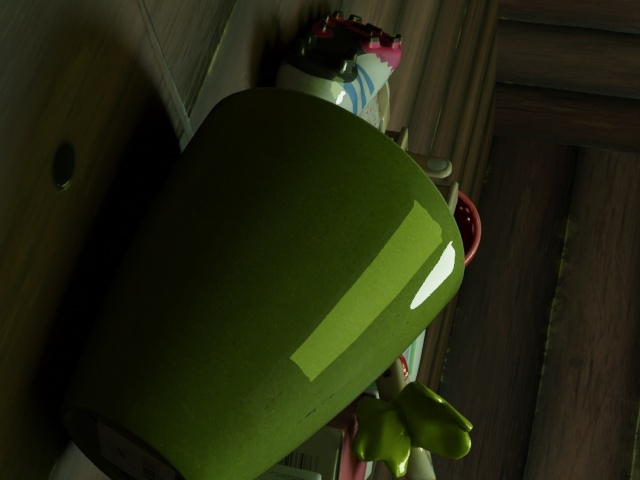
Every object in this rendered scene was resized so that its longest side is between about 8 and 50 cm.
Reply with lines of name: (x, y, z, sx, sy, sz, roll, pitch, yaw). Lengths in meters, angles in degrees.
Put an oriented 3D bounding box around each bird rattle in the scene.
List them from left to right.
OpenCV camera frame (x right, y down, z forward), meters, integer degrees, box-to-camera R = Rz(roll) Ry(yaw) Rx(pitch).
bird rattle: (0.091, 0.204, 1.354, 0.253, 0.143, 0.207, -114, -175, -51)

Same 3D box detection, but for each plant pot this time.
plant pot: (-0.068, 0.070, 0.882, 0.293, 0.274, 0.275, -53, 153, -32)
plant pot: (0.222, -0.007, 2.156, 0.174, 0.191, 0.191, 76, 26, -79)

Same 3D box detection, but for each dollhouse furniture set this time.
dollhouse furniture set: (0.126, -0.174, 1.642, 0.356, 0.173, 0.303, 86, 18, -45)

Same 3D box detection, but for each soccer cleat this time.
soccer cleat: (0.011, -0.195, 1.330, 0.143, 0.116, 0.331, -69, 170, 24)

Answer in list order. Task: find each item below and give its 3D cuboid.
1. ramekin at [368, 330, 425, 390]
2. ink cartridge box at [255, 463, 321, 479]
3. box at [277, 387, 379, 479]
ramekin: (0.081, 0.149, 1.729, 0.303, 0.148, 0.303, 9, 90, -77)
ink cartridge box: (-0.120, 0.286, 0.941, 0.332, 0.165, 0.065, -39, 138, -70)
box: (-0.021, 0.263, 1.378, 0.232, 0.148, 0.127, -17, 115, -76)
